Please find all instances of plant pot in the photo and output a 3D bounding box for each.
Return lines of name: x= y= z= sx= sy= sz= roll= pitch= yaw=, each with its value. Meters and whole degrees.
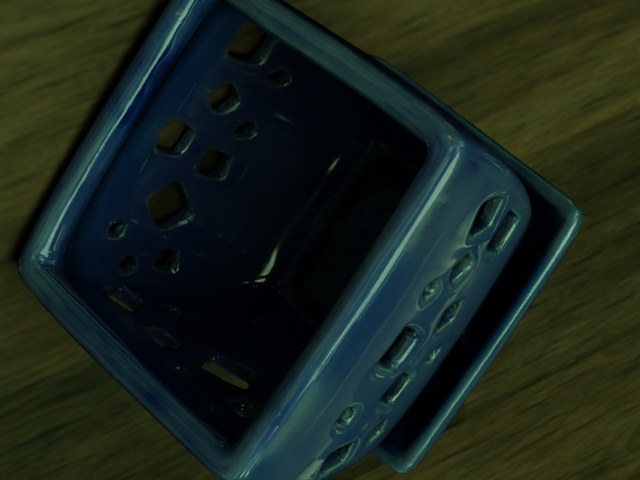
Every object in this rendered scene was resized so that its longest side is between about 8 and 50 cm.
plant pot: x=0.000 y=0.000 z=1.027 sx=0.212 sy=0.236 sz=0.236 roll=16 pitch=110 yaw=-53
